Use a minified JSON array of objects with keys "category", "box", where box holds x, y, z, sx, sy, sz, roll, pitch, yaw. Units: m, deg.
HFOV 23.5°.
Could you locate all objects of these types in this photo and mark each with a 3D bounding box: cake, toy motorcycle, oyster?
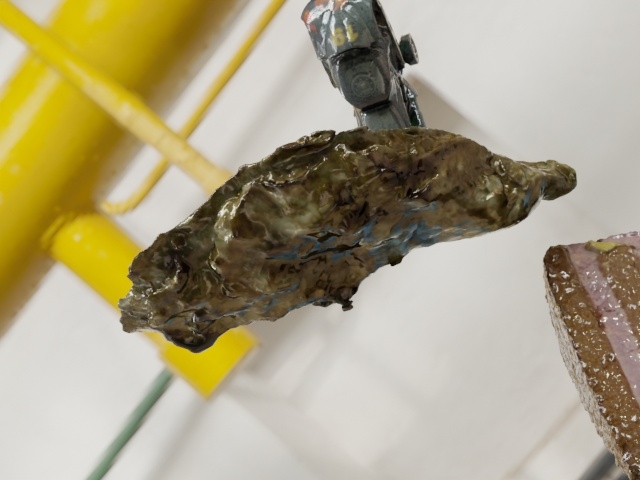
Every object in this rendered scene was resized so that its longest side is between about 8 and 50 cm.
[{"category":"cake","box":[0.253,0.086,1.214,0.116,0.113,0.295,-20,28,1]},{"category":"toy motorcycle","box":[0.051,-0.204,1.777,0.108,0.307,0.173,-18,25,12]},{"category":"oyster","box":[0.006,-0.010,1.217,0.396,0.111,0.204,-22,-17,9]}]
